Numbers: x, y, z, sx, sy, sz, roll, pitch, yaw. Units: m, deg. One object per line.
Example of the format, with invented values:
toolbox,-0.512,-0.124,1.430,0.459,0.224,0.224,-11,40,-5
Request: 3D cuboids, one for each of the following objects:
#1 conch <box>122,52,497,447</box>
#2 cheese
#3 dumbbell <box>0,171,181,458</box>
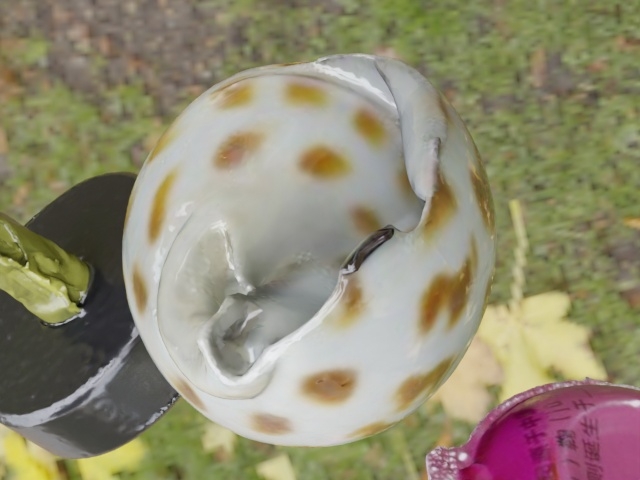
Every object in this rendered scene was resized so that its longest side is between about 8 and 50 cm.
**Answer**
conch,0.000,0.000,0.910,0.183,0.275,0.149,-18,126,17
cheese,0.161,0.121,0.831,0.062,0.244,0.155,111,160,-44
dumbbell,-0.235,-0.007,1.348,0.204,0.322,0.204,-26,45,29
